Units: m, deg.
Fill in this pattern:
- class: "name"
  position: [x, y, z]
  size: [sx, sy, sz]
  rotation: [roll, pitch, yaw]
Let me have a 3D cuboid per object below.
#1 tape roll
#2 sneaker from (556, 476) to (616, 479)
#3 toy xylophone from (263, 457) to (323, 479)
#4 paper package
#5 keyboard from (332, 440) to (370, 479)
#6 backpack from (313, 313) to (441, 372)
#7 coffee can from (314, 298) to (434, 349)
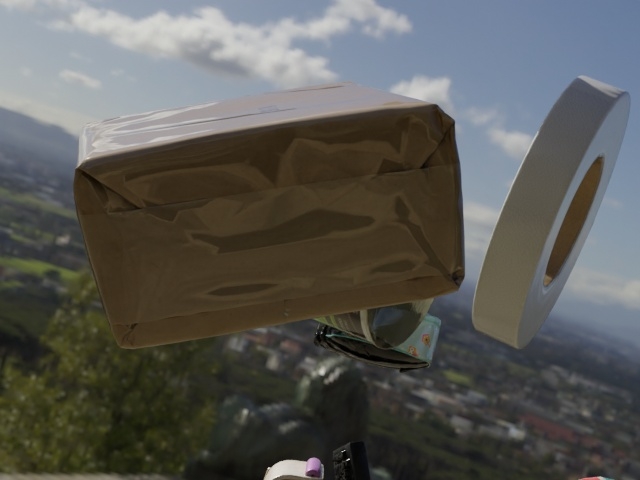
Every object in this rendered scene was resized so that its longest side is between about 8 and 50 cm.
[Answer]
- class: "tape roll"
  position: [0.323, -0.037, 1.610]
  size: [0.072, 0.392, 0.392]
  rotation: [23, 2, 18]
- class: "sneaker"
  position: [0.247, 0.260, 0.927]
  size: [0.075, 0.057, 0.161]
  rotation: [-6, 53, -26]
- class: "toy xylophone"
  position: [-0.088, 0.486, 1.869]
  size: [0.081, 0.322, 0.236]
  rotation: [22, 9, 0]
- class: "paper package"
  position: [-0.063, -0.039, 1.061]
  size: [0.309, 0.168, 0.325]
  rotation: [-9, 13, -9]
- class: "keyboard"
  position: [0.070, 0.464, 1.750]
  size: [0.033, 0.317, 0.201]
  rotation: [-2, -18, -22]
- class: "backpack"
  position: [0.103, 0.138, 1.893]
  size: [0.188, 0.144, 0.166]
  rotation: [23, -15, -4]
- class: "coffee can"
  position: [0.000, 0.000, 1.495]
  size: [0.275, 0.201, 0.201]
  rotation: [20, 1, 29]
